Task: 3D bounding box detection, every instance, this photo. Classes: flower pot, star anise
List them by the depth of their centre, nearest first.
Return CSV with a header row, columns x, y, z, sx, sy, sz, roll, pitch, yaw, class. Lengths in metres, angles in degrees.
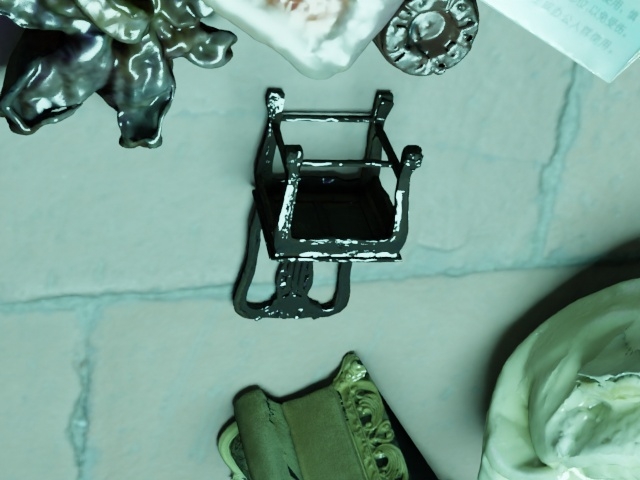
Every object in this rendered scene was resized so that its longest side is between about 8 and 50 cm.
x,y,z,sx,sy,sz,roll,pitch,yaw,class
-0.158,-0.159,1.208,0.220,0.099,0.214,27,108,-31,star anise
0.069,-0.172,1.261,0.111,0.089,0.111,-7,129,-9,flower pot

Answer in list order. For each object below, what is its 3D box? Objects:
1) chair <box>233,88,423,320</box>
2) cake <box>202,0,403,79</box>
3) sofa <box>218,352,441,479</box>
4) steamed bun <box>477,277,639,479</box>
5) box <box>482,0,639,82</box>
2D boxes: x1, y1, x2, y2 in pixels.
x,y,z,sx,sy,sz,roll,pitch,yaw,class
0.000,0.000,1.372,0.106,0.113,0.229,0,124,-13,chair
-0.003,-0.298,1.057,0.237,0.230,0.309,25,116,-33,cake
0.026,0.261,1.527,0.182,0.200,0.258,-30,131,7,sofa
0.319,0.156,1.499,0.346,0.237,0.394,17,155,-1,steamed bun
0.068,-0.196,0.922,0.269,0.135,0.079,27,115,-32,box
